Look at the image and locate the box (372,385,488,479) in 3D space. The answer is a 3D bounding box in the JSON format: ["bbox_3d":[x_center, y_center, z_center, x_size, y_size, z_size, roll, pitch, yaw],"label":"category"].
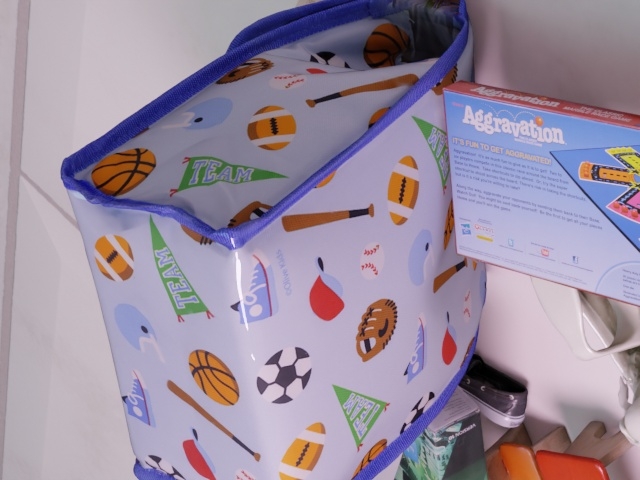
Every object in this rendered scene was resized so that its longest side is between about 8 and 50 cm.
[{"bbox_3d":[0.086,0.209,1.726,0.232,0.058,0.322,49,160,44],"label":"box"}]

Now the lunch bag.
[{"bbox_3d":[0.000,0.000,1.468,0.239,0.385,0.328,21,136,35],"label":"lunch bag"}]

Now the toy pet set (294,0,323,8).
[{"bbox_3d":[0.024,-0.196,1.583,0.114,0.065,0.122,33,168,-38],"label":"toy pet set"}]

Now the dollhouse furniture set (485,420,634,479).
[{"bbox_3d":[0.270,0.304,1.635,0.262,0.135,0.259,1,121,52],"label":"dollhouse furniture set"}]

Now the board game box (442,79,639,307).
[{"bbox_3d":[0.209,-0.027,1.308,0.281,0.027,0.145,17,124,42],"label":"board game box"}]

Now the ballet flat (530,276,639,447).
[{"bbox_3d":[0.267,0.087,1.442,0.400,0.139,0.139,55,148,-2],"label":"ballet flat"}]

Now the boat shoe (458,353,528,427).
[{"bbox_3d":[0.145,0.129,1.726,0.142,0.049,0.040,33,123,28],"label":"boat shoe"}]
